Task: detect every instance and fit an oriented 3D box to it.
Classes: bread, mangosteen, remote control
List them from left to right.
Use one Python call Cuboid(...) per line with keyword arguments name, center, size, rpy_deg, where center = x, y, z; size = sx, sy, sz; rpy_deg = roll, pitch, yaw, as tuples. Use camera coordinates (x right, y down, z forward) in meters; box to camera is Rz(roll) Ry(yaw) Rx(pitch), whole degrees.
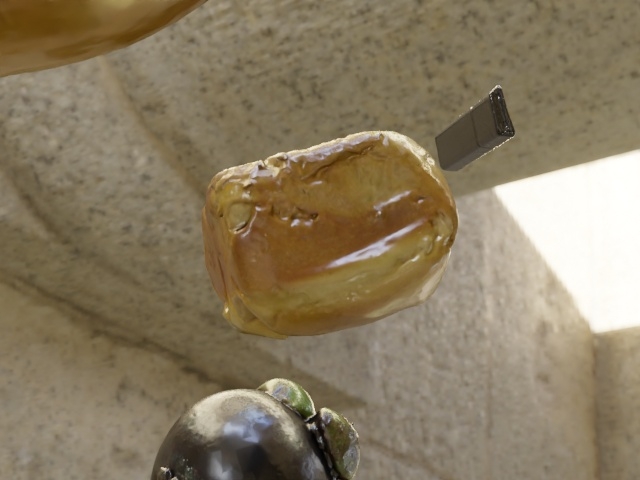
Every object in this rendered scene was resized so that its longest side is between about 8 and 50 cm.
Cuboid(name="mangosteen", center=(-0.068, 0.269, 1.264), size=(0.243, 0.242, 0.243), rpy_deg=(25, 58, -49))
Cuboid(name="bread", center=(0.000, 0.000, 0.856), size=(0.294, 0.166, 0.132), rpy_deg=(166, -87, -82))
Cuboid(name="remote control", center=(0.182, -0.130, 1.377), size=(0.245, 0.025, 0.063), rpy_deg=(141, -62, -79))

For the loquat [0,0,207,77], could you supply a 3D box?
Cuboid(name="loquat", center=(-0.123, -0.176, 0.359), size=(0.263, 0.263, 0.263), rpy_deg=(25, 58, -49))
